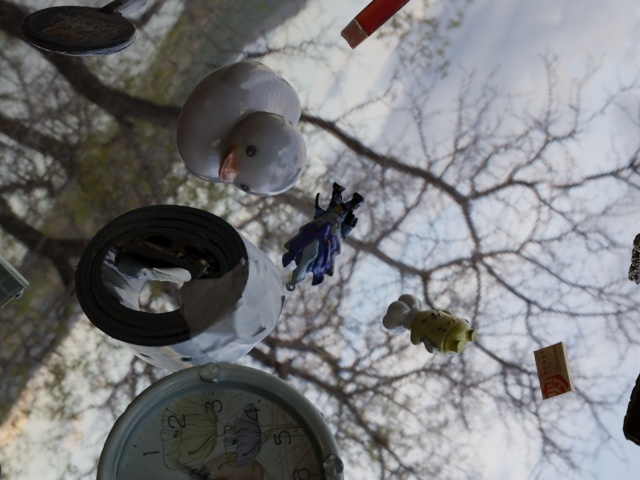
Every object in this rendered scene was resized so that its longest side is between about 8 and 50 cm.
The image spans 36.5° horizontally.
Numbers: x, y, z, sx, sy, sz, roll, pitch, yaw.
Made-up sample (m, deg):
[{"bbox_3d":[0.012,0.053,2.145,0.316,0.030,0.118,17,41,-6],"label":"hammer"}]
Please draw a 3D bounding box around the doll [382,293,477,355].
[{"bbox_3d":[0.176,0.140,1.603,0.162,0.062,0.106,22,-143,37],"label":"doll"}]

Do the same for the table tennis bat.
[{"bbox_3d":[-0.309,-0.300,1.331,0.236,0.150,0.027,-55,159,-54],"label":"table tennis bat"}]

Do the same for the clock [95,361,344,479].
[{"bbox_3d":[-0.094,0.235,0.932,0.053,0.236,0.236,107,8,-62],"label":"clock"}]

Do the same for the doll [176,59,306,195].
[{"bbox_3d":[-0.103,-0.167,1.542,0.221,0.221,0.251,-42,179,41],"label":"doll"}]

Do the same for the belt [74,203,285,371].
[{"bbox_3d":[-0.284,0.095,1.919,0.436,0.173,0.300,10,-111,38],"label":"belt"}]

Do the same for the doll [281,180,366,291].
[{"bbox_3d":[0.000,0.000,1.568,0.195,0.096,0.070,-59,172,5],"label":"doll"}]

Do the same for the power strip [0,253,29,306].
[{"bbox_3d":[-0.445,0.027,1.272,0.051,0.136,0.019,-35,-165,17],"label":"power strip"}]

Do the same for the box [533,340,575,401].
[{"bbox_3d":[0.403,0.226,1.675,0.058,0.015,0.093,-26,-125,34],"label":"box"}]

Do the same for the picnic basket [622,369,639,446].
[{"bbox_3d":[0.442,0.171,1.191,0.110,0.055,0.193,-153,-95,-78],"label":"picnic basket"}]

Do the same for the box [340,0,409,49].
[{"bbox_3d":[0.108,-0.446,1.922,0.123,0.050,0.229,-41,-172,-1],"label":"box"}]

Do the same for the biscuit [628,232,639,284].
[{"bbox_3d":[0.610,-0.016,1.606,0.231,0.131,0.025,-29,-129,-11],"label":"biscuit"}]
